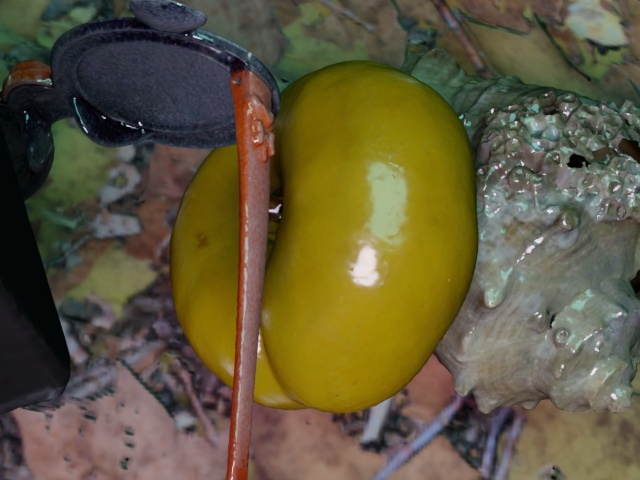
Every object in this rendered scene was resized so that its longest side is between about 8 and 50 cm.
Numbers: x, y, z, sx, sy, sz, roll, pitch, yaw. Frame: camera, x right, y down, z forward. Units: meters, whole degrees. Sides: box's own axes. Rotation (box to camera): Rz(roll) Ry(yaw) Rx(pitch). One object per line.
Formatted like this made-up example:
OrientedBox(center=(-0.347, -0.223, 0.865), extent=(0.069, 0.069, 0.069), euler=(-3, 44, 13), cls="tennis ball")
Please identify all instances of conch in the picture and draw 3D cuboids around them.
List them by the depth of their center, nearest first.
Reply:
OrientedBox(center=(0.119, -0.016, 0.744), extent=(0.178, 0.163, 0.245), euler=(16, 37, -49), cls="conch")

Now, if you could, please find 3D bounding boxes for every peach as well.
OrientedBox(center=(0.000, 0.000, 0.664), extent=(0.103, 0.179, 0.179), euler=(19, 59, -35), cls="peach")

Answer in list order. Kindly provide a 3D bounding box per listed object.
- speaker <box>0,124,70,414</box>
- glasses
OrientedBox(center=(-0.244, -0.043, 0.489), extent=(0.232, 0.184, 0.254), euler=(-19, 69, -6), cls="speaker")
OrientedBox(center=(-0.124, 0.044, 0.586), extent=(0.234, 0.118, 0.268), euler=(-14, 61, 23), cls="glasses")
